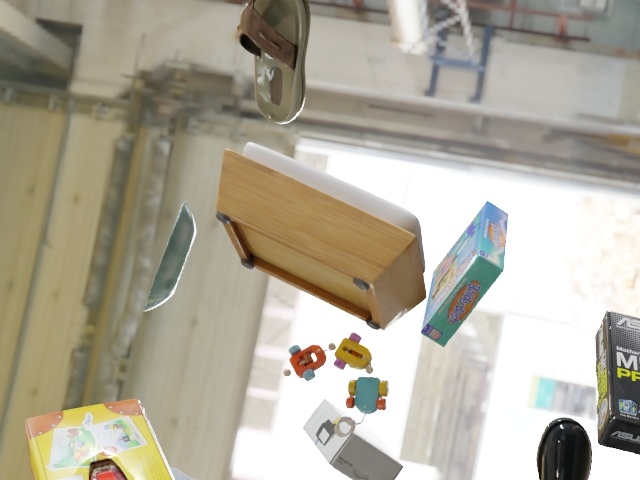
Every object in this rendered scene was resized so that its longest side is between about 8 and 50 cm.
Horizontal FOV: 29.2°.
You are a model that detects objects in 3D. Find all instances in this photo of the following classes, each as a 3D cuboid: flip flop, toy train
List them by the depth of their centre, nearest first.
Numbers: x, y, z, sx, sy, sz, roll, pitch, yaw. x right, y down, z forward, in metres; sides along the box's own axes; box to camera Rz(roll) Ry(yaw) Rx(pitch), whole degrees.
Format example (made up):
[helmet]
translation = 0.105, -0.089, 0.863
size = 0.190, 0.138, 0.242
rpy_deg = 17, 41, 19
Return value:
[toy train]
translation = 0.029, 0.205, 1.780
size = 0.125, 0.166, 0.046
rpy_deg = -35, -30, -1
[flip flop]
translation = -0.080, -0.292, 1.812
size = 0.080, 0.112, 0.277
rpy_deg = -32, -44, -38

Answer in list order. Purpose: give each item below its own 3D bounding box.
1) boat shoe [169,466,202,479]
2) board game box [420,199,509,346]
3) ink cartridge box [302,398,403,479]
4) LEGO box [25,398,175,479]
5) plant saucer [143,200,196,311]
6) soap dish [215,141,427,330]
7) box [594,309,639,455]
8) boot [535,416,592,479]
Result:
[boat shoe]
translation = -0.244, 0.477, 2.211
size = 0.095, 0.258, 0.084
rpy_deg = -33, -63, -38
[board game box]
translation = 0.223, 0.048, 1.882
size = 0.160, 0.047, 0.210
rpy_deg = -55, 5, 27
[ink cartridge box]
translation = 0.058, 0.371, 2.204
size = 0.072, 0.127, 0.175
rpy_deg = -54, 22, 0
[LEGO box]
translation = -0.293, 0.526, 1.821
size = 0.500, 0.193, 0.372
rpy_deg = -133, 38, -61
[plant saucer]
translation = -0.239, 0.032, 2.007
size = 0.195, 0.037, 0.195
rpy_deg = -159, 90, -85
[soap dish]
translation = 0.000, 0.000, 1.684
size = 0.118, 0.291, 0.229
rpy_deg = -59, -18, -17
[box]
translation = 0.516, 0.215, 1.687
size = 0.216, 0.270, 0.060
rpy_deg = -75, -2, -50
[boot]
translation = 0.409, 0.427, 1.981
size = 0.207, 0.094, 0.246
rpy_deg = -124, 42, -83
